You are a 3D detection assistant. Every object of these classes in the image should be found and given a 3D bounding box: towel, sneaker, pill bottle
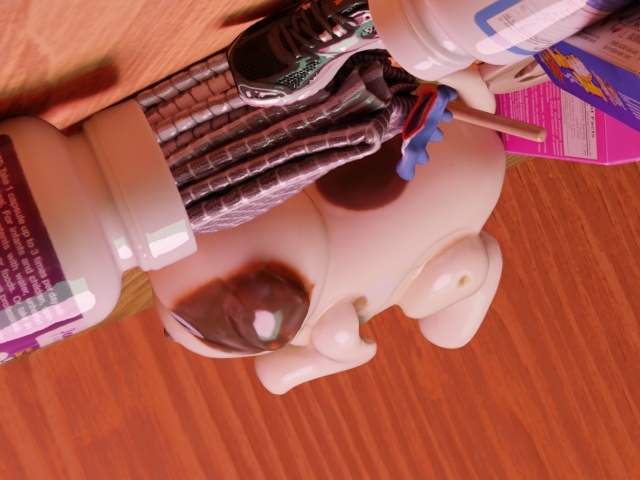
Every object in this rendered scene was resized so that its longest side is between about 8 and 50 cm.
[{"bbox_3d":[-0.053,-0.086,1.494,0.283,0.121,0.235,-24,176,17],"label":"towel"},{"bbox_3d":[0.009,-0.166,1.298,0.178,0.072,0.077,-30,166,-16],"label":"sneaker"},{"bbox_3d":[-0.251,0.009,1.292,0.301,0.169,0.169,-22,176,-6],"label":"pill bottle"},{"bbox_3d":[0.140,-0.192,1.170,0.221,0.124,0.124,-25,175,38],"label":"pill bottle"}]

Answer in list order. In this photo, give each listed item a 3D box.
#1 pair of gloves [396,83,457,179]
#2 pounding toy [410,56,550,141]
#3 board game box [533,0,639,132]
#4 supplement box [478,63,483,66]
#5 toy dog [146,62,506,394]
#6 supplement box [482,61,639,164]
[{"bbox_3d":[0.115,-0.145,1.498,0.198,0.023,0.159,-62,173,-3],"label":"pair of gloves"},{"bbox_3d":[0.217,-0.170,1.626,0.269,0.155,0.154,-25,171,29],"label":"pounding toy"},{"bbox_3d":[0.277,-0.182,1.213,0.233,0.078,0.347,-38,-165,2],"label":"board game box"},{"bbox_3d":[0.197,-0.174,2.100,0.036,0.062,0.098,-24,177,-7],"label":"supplement box"},{"bbox_3d":[0.000,0.000,1.842,0.408,0.285,0.395,-20,162,-39],"label":"toy dog"},{"bbox_3d":[0.276,-0.145,1.846,0.111,0.114,0.220,-10,-168,-27],"label":"supplement box"}]
